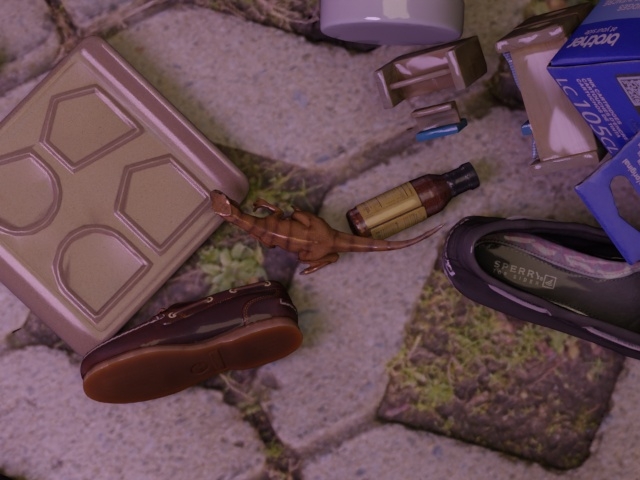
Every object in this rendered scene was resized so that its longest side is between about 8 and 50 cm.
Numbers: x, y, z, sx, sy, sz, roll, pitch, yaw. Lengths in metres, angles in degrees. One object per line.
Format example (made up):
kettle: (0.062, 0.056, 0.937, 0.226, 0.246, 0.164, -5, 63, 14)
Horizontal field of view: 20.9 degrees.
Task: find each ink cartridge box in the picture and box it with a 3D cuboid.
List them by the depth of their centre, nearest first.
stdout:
ink cartridge box: (0.385, -0.152, 1.529, 0.395, 0.151, 0.270, -50, 116, -21)

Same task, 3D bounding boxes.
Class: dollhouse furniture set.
dollhouse furniture set: (0.170, -0.131, 1.615, 0.184, 0.129, 0.129, -12, 102, 25)

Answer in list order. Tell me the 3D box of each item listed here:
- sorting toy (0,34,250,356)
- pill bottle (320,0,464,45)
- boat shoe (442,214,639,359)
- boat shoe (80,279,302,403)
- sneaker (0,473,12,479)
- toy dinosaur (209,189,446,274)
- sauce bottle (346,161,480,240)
sorting toy: (-0.248, -0.074, 1.605, 0.307, 0.041, 0.229, 44, 89, -2)
pill bottle: (0.071, -0.326, 1.584, 0.162, 0.162, 0.278, 3, 88, -5)
boat shoe: (0.277, 0.048, 1.616, 0.335, 0.095, 0.112, 13, 86, -5)
boat shoe: (-0.122, 0.091, 1.595, 0.207, 0.073, 0.073, -14, 51, -9)
sneaker: (-0.395, 0.149, 1.545, 0.281, 0.106, 0.162, 13, 83, -4)
toy dinosaur: (0.000, 0.000, 1.583, 0.211, 0.112, 0.064, 9, 87, -2)
sauce bottle: (0.088, -0.035, 1.630, 0.128, 0.042, 0.042, -23, 89, -7)
